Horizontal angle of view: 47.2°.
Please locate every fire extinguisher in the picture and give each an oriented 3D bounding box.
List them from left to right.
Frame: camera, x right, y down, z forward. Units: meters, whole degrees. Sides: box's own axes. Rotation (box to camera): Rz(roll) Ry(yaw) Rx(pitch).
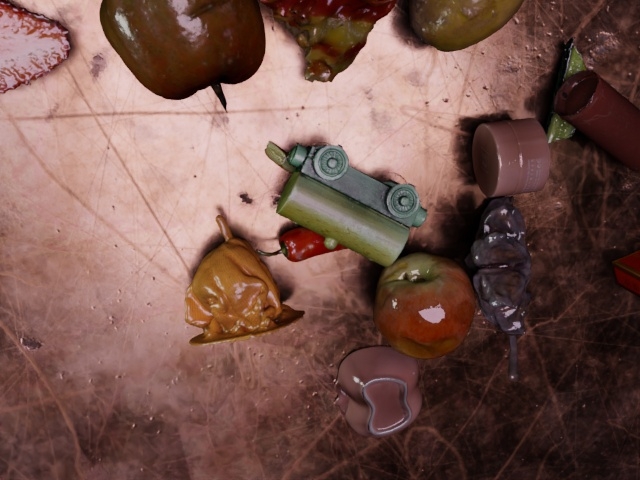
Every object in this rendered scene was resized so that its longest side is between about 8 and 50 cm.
[{"bbox_3d":[0.628,-0.235,1.486,0.337,0.106,0.147,27,82,-28],"label":"fire extinguisher"}]

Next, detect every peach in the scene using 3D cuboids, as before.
[{"bbox_3d":[0.213,0.140,1.490,0.214,0.214,0.235,-18,138,-3],"label":"peach"}]

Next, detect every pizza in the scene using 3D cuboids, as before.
[{"bbox_3d":[0.051,-0.421,1.256,0.439,0.130,0.406,-23,149,-18],"label":"pizza"}]

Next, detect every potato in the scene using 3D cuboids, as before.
[{"bbox_3d":[0.272,-0.470,1.328,0.229,0.229,0.266,39,92,-15],"label":"potato"}]

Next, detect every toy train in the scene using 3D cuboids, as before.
[{"bbox_3d":[0.058,-0.073,1.442,0.307,0.126,0.190,26,99,-15],"label":"toy train"}]

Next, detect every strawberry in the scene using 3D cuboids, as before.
[{"bbox_3d":[-0.595,-0.347,1.294,0.286,0.106,0.188,-4,110,-20],"label":"strawberry"}]

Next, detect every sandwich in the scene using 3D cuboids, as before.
[{"bbox_3d":[-0.073,-0.160,1.445,0.083,0.044,0.031,32,103,-12],"label":"sandwich"}]

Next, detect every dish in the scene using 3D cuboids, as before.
[{"bbox_3d":[0.132,0.339,1.578,0.213,0.090,0.213,-2,105,-8],"label":"dish"}]

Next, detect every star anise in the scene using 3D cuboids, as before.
[{"bbox_3d":[0.358,0.078,1.481,0.139,0.316,0.360,-6,65,22],"label":"star anise"}]

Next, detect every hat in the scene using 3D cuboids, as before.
[{"bbox_3d":[-0.168,0.063,1.418,0.233,0.244,0.233,-15,92,-12],"label":"hat"}]

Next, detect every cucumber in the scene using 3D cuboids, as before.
[{"bbox_3d":[0.504,-0.298,1.492,0.070,0.046,0.220,8,105,-12],"label":"cucumber"}]

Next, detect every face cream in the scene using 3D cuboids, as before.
[{"bbox_3d":[0.375,-0.164,1.451,0.104,0.149,0.149,-8,105,-7],"label":"face cream"}]

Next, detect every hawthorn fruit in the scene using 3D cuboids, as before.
[{"bbox_3d":[-0.220,-0.364,1.259,0.267,0.268,0.301,-30,113,0],"label":"hawthorn fruit"}]

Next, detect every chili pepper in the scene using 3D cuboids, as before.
[{"bbox_3d":[0.000,0.000,1.485,0.272,0.063,0.071,-10,104,-18],"label":"chili pepper"}]

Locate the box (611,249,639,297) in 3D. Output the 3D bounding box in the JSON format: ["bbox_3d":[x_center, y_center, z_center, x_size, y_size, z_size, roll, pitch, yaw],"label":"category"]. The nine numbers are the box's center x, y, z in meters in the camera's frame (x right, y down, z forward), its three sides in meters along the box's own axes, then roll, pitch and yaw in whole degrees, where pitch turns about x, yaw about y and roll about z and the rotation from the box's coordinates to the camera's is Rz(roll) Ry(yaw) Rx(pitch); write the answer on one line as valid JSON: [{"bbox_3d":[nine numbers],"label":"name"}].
[{"bbox_3d":[0.774,0.048,1.564,0.239,0.153,0.074,-23,102,-2],"label":"box"}]
